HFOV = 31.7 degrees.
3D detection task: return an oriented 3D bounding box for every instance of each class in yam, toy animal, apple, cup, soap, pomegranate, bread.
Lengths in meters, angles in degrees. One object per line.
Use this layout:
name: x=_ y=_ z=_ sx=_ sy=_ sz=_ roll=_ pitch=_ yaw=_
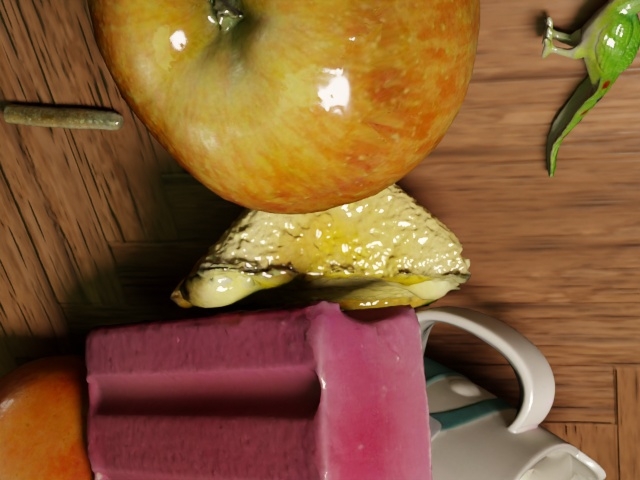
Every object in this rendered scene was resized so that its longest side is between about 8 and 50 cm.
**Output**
yam: x=-0.239 y=-0.114 z=1.047 sx=0.116 sy=0.021 sz=0.021 roll=5 pitch=130 yaw=10
toy animal: x=0.202 y=-0.137 z=0.904 sx=0.075 sy=0.041 sz=0.217 roll=21 pitch=135 yaw=-5
apple: x=-0.030 y=-0.166 z=0.802 sx=0.309 sy=0.250 sz=0.277 roll=39 pitch=128 yaw=-15
cup: x=0.113 y=0.206 z=1.070 sx=0.258 sy=0.219 sz=0.289 roll=32 pitch=112 yaw=35
soap: x=-0.072 y=0.181 z=1.010 sx=0.128 sy=0.232 sz=0.360 roll=2 pitch=172 yaw=-41
pomegranate: x=-0.280 y=0.260 z=1.203 sx=0.229 sy=0.270 sz=0.252 roll=-29 pitch=110 yaw=41
bread: x=-0.006 y=-0.007 z=0.997 sx=0.252 sy=0.133 sz=0.174 roll=-2 pitch=169 yaw=-12
